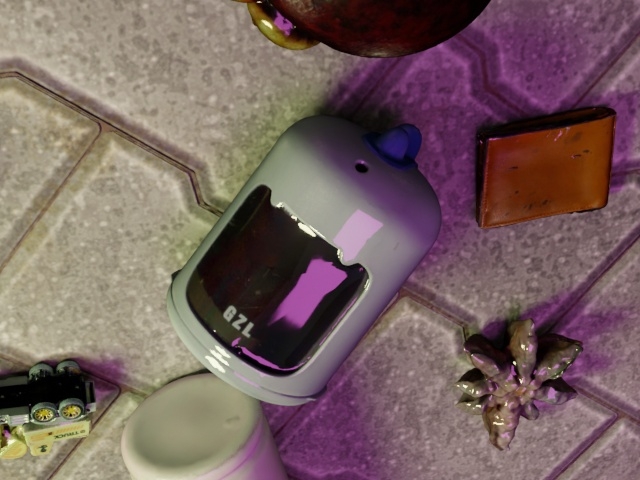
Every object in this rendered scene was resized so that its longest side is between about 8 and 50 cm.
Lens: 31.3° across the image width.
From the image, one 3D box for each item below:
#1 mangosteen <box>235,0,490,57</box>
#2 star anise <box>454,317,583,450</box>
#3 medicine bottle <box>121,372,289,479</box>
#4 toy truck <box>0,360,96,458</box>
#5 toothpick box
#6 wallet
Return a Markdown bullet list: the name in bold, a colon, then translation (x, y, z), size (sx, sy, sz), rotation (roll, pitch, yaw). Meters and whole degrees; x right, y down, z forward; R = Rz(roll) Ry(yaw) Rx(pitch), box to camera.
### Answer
- **mangosteen**: translation (0.027, -0.321, 1.171), size (0.347, 0.307, 0.307), rotation (-21, 134, 39)
- **star anise**: translation (0.293, 0.211, 1.710), size (0.229, 0.093, 0.236), rotation (9, 119, -21)
- **medicine bottle**: translation (-0.142, 0.366, 1.627), size (0.202, 0.202, 0.316), rotation (-18, 126, -3)
- **toy truck**: translation (-0.399, 0.238, 1.543), size (0.191, 0.085, 0.116), rotation (-7, 130, -14)
- **toothpick box**: translation (0.000, 0.000, 1.411), size (0.263, 0.263, 0.354), rotation (26, 113, -29)
- **wallet**: translation (0.301, -0.098, 1.538), size (0.195, 0.042, 0.161), rotation (-12, 130, -10)
